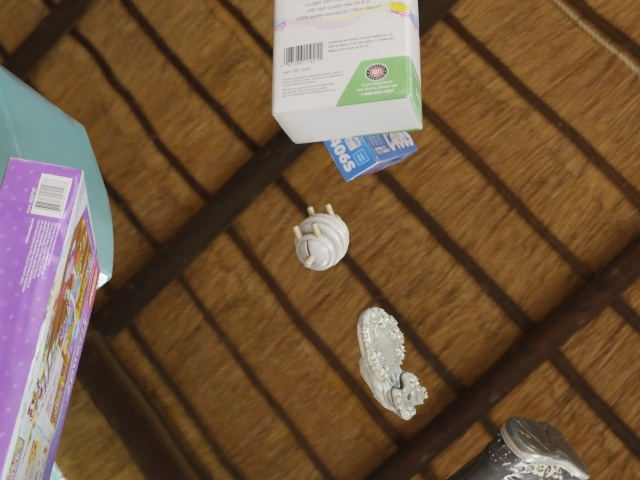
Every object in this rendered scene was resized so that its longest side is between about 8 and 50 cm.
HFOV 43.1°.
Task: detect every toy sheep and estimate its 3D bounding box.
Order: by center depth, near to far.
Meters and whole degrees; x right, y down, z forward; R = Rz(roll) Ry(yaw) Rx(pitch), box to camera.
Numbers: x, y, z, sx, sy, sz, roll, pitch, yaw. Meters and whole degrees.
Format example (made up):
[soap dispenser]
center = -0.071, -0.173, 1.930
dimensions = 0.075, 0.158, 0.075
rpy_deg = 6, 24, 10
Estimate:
[toy sheep]
center = 0.000, 0.000, 1.229
dimensions = 0.091, 0.132, 0.091
rpy_deg = 15, -52, 20

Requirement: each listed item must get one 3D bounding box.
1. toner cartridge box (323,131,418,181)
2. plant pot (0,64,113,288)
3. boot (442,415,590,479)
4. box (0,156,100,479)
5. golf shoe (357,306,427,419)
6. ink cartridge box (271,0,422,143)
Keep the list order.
[toner cartridge box]
center = 0.088, -0.217, 1.574
dimensions = 0.075, 0.348, 0.165
rpy_deg = -31, -90, 21
[plant pot]
center = -0.325, -0.033, 0.858
dimensions = 0.234, 0.166, 0.165
rpy_deg = 56, 8, 32
[boot]
center = 0.272, 0.343, 1.164
dimensions = 0.178, 0.236, 0.085
rpy_deg = -44, -132, 16
[box]
center = -0.228, 0.114, 0.602
dimensions = 0.201, 0.057, 0.293
rpy_deg = 114, -15, -64
[golf shoe]
center = 0.072, 0.161, 1.072
dimensions = 0.086, 0.069, 0.176
rpy_deg = 9, -51, 46
[ink cartridge box]
center = 0.042, -0.301, 1.199
dimensions = 0.202, 0.117, 0.278
rpy_deg = -5, -108, 15
